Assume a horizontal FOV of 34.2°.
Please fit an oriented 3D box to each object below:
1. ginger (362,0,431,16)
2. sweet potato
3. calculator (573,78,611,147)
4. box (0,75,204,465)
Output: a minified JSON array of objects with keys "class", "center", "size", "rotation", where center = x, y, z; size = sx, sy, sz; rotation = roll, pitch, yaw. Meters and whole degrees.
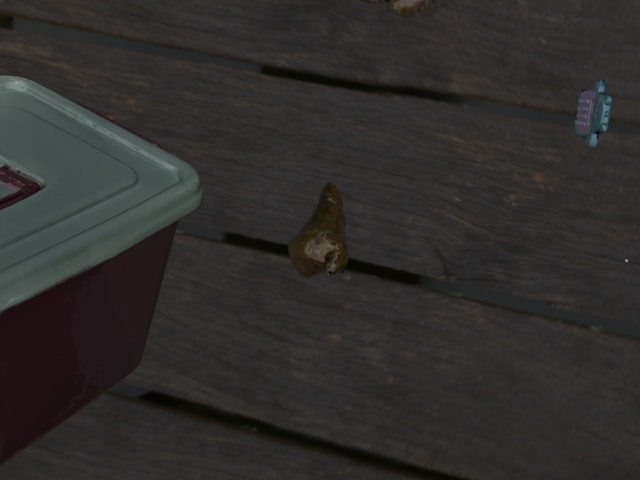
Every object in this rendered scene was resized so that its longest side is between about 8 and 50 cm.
[{"class":"ginger","center":[0.082,-0.412,1.632],"size":[0.204,0.104,0.080],"rotation":[19,102,-20]},{"class":"sweet potato","center":[-0.002,0.003,1.818],"size":[0.098,0.310,0.124],"rotation":[32,109,-9]},{"class":"calculator","center":[0.377,-0.176,1.445],"size":[0.019,0.141,0.094],"rotation":[6,97,-3]},{"class":"box","center":[-0.226,0.031,0.633],"size":[0.193,0.294,0.168],"rotation":[27,122,21]}]
